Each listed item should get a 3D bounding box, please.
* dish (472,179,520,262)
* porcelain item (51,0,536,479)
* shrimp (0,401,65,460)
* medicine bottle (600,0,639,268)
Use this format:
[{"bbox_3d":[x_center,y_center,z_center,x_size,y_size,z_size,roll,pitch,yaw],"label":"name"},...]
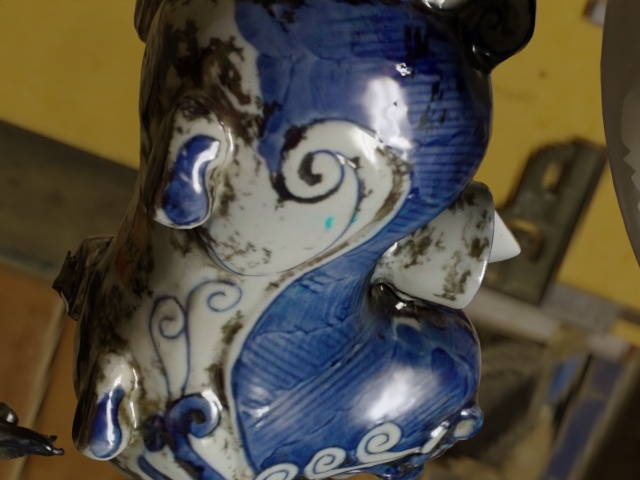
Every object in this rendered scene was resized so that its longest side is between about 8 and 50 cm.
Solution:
[{"bbox_3d":[0.031,-0.043,1.123,0.066,0.191,0.191,-42,179,-1],"label":"dish"},{"bbox_3d":[0.000,0.000,0.776,0.138,0.186,0.288,-102,-156,-50],"label":"porcelain item"},{"bbox_3d":[-0.269,0.107,0.969,0.198,0.262,0.051,-79,-173,-63],"label":"shrimp"},{"bbox_3d":[0.294,-0.062,0.597,0.371,0.211,0.211,-10,-133,39],"label":"medicine bottle"}]
